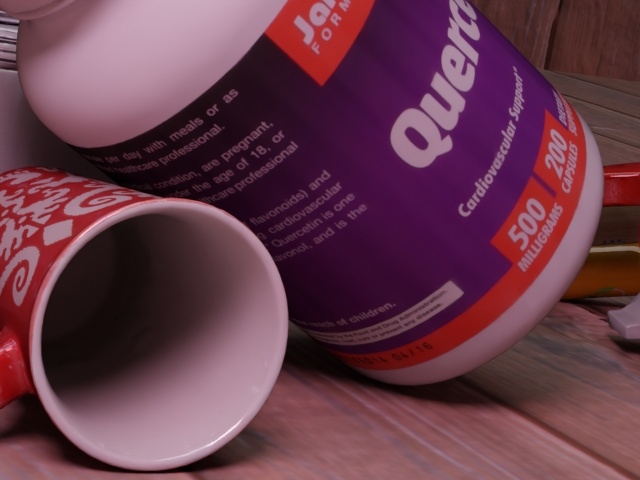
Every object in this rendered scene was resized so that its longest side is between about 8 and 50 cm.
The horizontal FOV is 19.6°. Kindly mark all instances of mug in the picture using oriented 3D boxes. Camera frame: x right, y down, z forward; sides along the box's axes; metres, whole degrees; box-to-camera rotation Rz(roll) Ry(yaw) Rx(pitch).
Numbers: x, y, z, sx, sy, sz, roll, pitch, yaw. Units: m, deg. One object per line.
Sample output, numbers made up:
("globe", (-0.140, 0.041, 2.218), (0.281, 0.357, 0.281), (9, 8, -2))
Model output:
("mug", (-0.117, 0.021, 0.810), (0.150, 0.113, 0.169), (6, 8, -28))

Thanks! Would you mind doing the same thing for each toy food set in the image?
("toy food set", (0.186, 0.011, 1.152), (0.104, 0.111, 0.232), (-4, 14, -8))

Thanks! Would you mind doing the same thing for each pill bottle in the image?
("pill bottle", (-0.017, -0.078, 0.895), (0.323, 0.181, 0.181), (40, -8, -34))

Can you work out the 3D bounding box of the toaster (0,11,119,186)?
("toaster", (-0.149, -0.046, 1.021), (0.227, 0.146, 0.129), (6, 11, -22))
